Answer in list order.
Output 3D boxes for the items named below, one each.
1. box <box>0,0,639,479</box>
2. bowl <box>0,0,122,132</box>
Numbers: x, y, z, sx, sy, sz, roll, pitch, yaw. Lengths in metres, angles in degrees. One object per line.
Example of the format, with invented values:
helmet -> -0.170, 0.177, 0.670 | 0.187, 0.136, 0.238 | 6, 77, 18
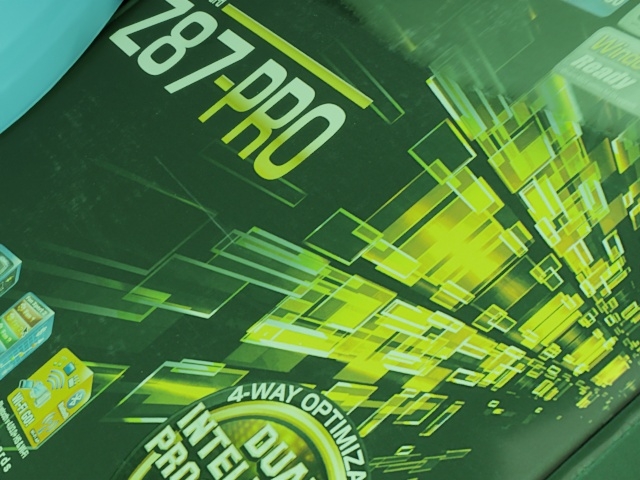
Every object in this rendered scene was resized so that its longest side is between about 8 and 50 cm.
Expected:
box -> 0.000, 0.000, 0.496 | 0.318, 0.097, 0.395 | -38, 39, -6
bowl -> -0.263, -0.180, 0.680 | 0.391, 0.077, 0.391 | -13, 53, 19
